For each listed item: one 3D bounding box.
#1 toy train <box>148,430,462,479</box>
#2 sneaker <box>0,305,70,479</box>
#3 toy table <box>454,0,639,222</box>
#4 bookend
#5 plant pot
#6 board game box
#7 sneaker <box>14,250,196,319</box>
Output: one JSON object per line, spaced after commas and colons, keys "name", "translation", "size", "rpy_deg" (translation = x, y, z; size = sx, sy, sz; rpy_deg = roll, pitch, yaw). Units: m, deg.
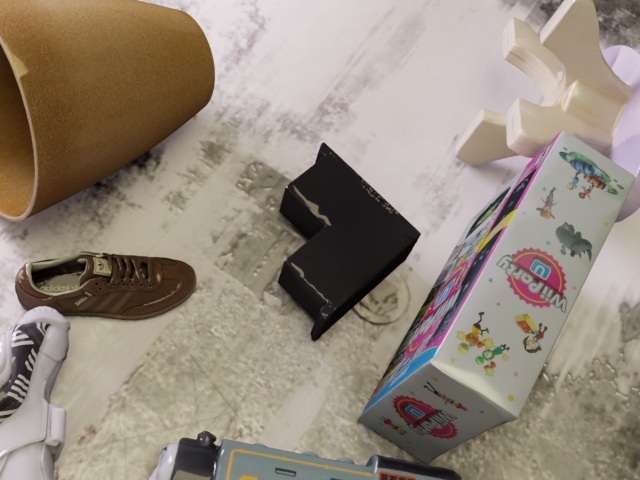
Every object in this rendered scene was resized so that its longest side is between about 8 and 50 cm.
{"name": "toy train", "translation": [-0.012, 0.288, 0.862], "size": [0.333, 0.142, 0.190], "rpy_deg": [11, 50, -5]}
{"name": "sneaker", "translation": [-0.268, 0.235, 0.821], "size": [0.210, 0.137, 0.366], "rpy_deg": [40, 36, -16]}
{"name": "toy table", "translation": [0.292, -0.159, 1.091], "size": [0.160, 0.252, 0.274], "rpy_deg": [23, 30, -13]}
{"name": "bookend", "translation": [0.000, 0.000, 1.034], "size": [0.156, 0.072, 0.157], "rpy_deg": [44, 64, 12]}
{"name": "plant pot", "translation": [-0.249, -0.168, 0.997], "size": [0.254, 0.237, 0.237], "rpy_deg": [-22, 70, -36]}
{"name": "board game box", "translation": [0.178, 0.062, 0.955], "size": [0.097, 0.224, 0.303], "rpy_deg": [33, 62, 0]}
{"name": "sneaker", "translation": [-0.222, 0.044, 0.964], "size": [0.188, 0.071, 0.066], "rpy_deg": [-7, 66, -15]}
